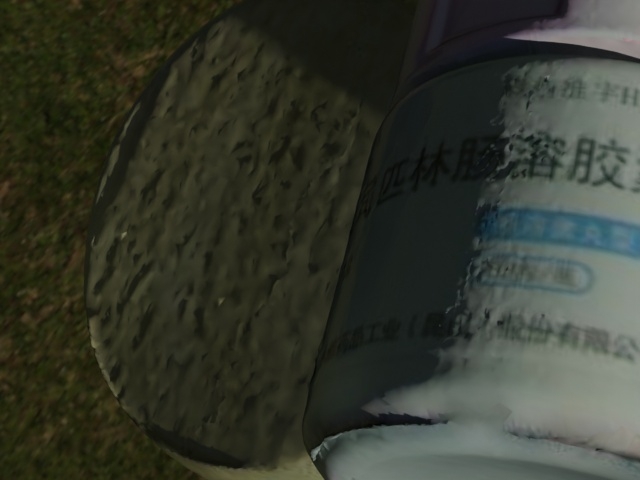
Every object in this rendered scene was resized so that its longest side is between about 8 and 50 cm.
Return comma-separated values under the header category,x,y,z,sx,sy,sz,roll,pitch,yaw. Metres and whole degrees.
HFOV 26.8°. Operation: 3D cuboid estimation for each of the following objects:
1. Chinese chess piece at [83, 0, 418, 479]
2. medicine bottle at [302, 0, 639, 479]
category,x,y,z,sx,sy,sz,roll,pitch,yaw
Chinese chess piece,0.000,0.000,0.646,0.250,0.101,0.250,-12,68,33
medicine bottle,0.075,0.001,0.382,0.135,0.168,0.135,13,154,7
